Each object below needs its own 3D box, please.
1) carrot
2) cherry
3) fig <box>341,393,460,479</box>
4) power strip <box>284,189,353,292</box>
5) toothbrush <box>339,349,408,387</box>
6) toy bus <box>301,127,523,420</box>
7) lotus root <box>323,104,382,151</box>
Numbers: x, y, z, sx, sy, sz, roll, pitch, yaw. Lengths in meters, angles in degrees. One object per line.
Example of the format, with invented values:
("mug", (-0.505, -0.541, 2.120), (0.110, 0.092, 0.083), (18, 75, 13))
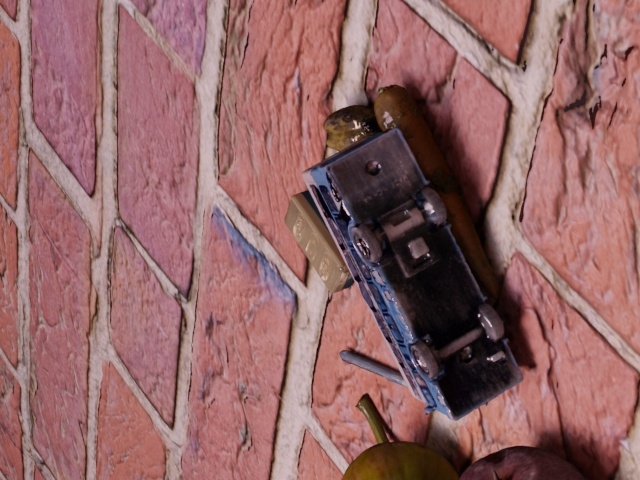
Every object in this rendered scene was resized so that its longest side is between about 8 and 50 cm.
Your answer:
("carrot", (0.125, -0.051, 1.815), (0.254, 0.049, 0.049), (62, 152, 4))
("cherry", (0.221, 0.294, 1.788), (0.176, 0.140, 0.176), (41, 164, 15))
("fig", (0.082, 0.272, 2.059), (0.245, 0.149, 0.149), (-110, 13, -61))
("power strip", (0.000, 0.000, 2.082), (0.123, 0.032, 0.056), (56, 149, 24))
("toothbrush", (0.087, 0.159, 2.057), (0.219, 0.016, 0.019), (18, 123, 56))
("toy bus", (0.093, 0.034, 1.814), (0.297, 0.106, 0.131), (63, 166, -10))
("lotus root", (0.039, -0.122, 1.907), (0.099, 0.049, 0.054), (-6, 96, 62))
